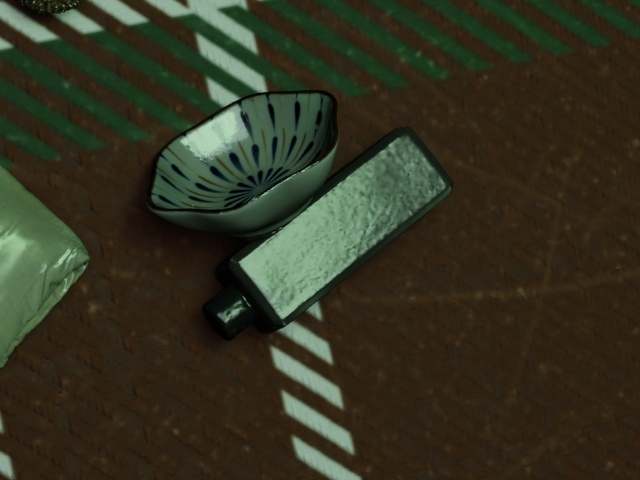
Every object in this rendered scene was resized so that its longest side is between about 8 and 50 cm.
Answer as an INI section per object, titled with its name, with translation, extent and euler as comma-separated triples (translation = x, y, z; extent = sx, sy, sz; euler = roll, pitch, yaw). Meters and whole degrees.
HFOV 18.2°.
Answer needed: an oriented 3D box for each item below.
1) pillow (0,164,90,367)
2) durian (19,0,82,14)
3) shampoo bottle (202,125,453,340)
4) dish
[pillow]
translation = -0.294, 0.004, 1.702
extent = 0.181, 0.078, 0.134
euler = 46, 75, -6
[durian]
translation = -0.228, -0.236, 1.749
extent = 0.091, 0.080, 0.080
euler = 2, 83, -8
[shampoo bottle]
translation = 0.000, 0.000, 1.777
extent = 0.246, 0.080, 0.079
euler = -39, 92, -16
[dish]
translation = -0.056, -0.055, 1.742
extent = 0.191, 0.191, 0.066
euler = -34, 122, -16
